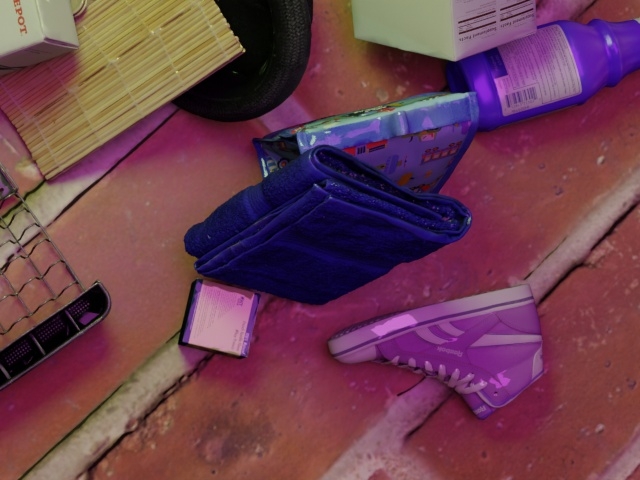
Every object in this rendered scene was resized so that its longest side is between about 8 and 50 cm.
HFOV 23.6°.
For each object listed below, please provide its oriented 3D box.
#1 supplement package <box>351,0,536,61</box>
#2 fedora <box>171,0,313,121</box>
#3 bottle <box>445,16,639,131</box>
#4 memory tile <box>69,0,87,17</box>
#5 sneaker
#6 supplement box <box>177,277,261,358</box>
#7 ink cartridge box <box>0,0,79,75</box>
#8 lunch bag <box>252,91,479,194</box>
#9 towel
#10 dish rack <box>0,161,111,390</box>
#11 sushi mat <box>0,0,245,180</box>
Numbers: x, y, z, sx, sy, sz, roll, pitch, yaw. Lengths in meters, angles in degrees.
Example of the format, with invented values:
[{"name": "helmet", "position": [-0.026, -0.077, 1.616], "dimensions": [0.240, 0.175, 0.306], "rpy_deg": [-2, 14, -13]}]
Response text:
[{"name": "supplement package", "position": [0.148, -0.351, 1.903], "dimensions": [0.149, 0.194, 0.203], "rpy_deg": [-22, 118, -34]}, {"name": "fedora", "position": [-0.119, -0.319, 1.895], "dimensions": [0.334, 0.334, 0.152], "rpy_deg": [55, 40, -1]}, {"name": "bottle", "position": [0.311, -0.230, 2.024], "dimensions": [0.282, 0.092, 0.118], "rpy_deg": [-17, 86, -13]}, {"name": "memory tile", "position": [-0.347, -0.302, 1.885], "dimensions": [0.148, 0.012, 0.113], "rpy_deg": [-19, 63, 25]}, {"name": "sneaker", "position": [0.156, 0.157, 1.941], "dimensions": [0.282, 0.102, 0.161], "rpy_deg": [-10, 88, -13]}, {"name": "supplement box", "position": [-0.126, 0.098, 1.910], "dimensions": [0.083, 0.056, 0.083], "rpy_deg": [14, 81, -10]}, {"name": "ink cartridge box", "position": [-0.407, -0.275, 1.835], "dimensions": [0.208, 0.087, 0.153], "rpy_deg": [-14, 85, 22]}, {"name": "lunch bag", "position": [0.058, -0.107, 1.853], "dimensions": [0.220, 0.293, 0.138], "rpy_deg": [-13, 86, -13]}, {"name": "towel", "position": [0.000, 0.000, 1.801], "dimensions": [0.227, 0.308, 0.076], "rpy_deg": [22, 62, -27]}, {"name": "dish rack", "position": [-0.409, 0.034, 1.853], "dimensions": [0.208, 0.074, 0.272], "rpy_deg": [-35, 91, -14]}, {"name": "sushi mat", "position": [-0.254, -0.211, 1.859], "dimensions": [0.316, 0.019, 0.151], "rpy_deg": [-31, 92, 19]}]
